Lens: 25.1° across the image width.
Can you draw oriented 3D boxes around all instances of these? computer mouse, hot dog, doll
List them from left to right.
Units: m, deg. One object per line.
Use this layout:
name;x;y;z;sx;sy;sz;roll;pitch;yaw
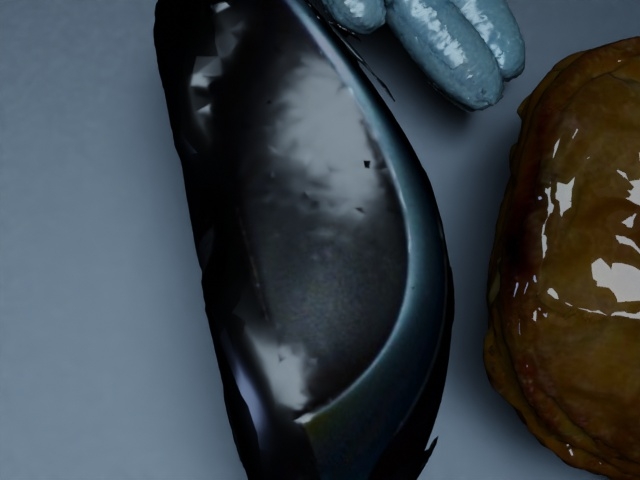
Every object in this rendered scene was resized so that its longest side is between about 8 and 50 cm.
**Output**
computer mouse;0.000;0.000;0.545;0.096;0.137;0.233;-10;82;-3
doll;0.011;-0.127;0.606;0.180;0.075;0.120;54;38;-9
hot dog;0.200;0.019;0.573;0.272;0.122;0.196;9;84;-3
